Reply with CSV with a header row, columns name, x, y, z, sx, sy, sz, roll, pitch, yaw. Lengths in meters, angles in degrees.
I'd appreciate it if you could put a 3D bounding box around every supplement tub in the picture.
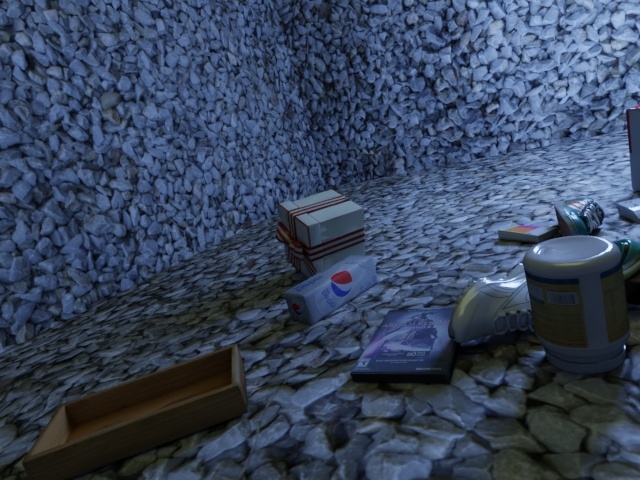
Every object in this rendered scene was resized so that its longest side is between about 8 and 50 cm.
name,x,y,z,sx,sy,sz,roll,pitch,yaw
supplement tub,0.432,0.105,0.775,0.144,0.199,0.144,-15,14,4

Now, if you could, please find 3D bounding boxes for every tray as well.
name,x,y,z,sx,sy,sz,roll,pitch,yaw
tray,-0.363,0.357,0.969,0.411,0.076,0.203,-17,13,-8

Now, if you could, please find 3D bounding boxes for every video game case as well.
name,x,y,z,sx,sy,sz,roll,pitch,yaw
video game case,0.202,0.215,0.984,0.196,0.026,0.274,-9,16,28

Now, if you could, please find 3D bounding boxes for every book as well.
name,x,y,z,sx,sy,sz,roll,pitch,yaw
book,0.641,-0.025,1.420,0.096,0.035,0.144,-19,14,-26

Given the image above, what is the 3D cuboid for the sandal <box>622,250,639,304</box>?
name,x,y,z,sx,sy,sz,roll,pitch,yaw
sandal,0.612,0.083,0.860,0.303,0.120,0.086,-33,42,8

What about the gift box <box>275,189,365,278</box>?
name,x,y,z,sx,sy,sz,roll,pitch,yaw
gift box,0.000,0.000,1.628,0.258,0.276,0.255,-18,26,-23

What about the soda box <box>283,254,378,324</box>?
name,x,y,z,sx,sy,sz,roll,pitch,yaw
soda box,0.038,0.137,1.343,0.286,0.091,0.098,-26,17,-36

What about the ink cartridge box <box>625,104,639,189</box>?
name,x,y,z,sx,sy,sz,roll,pitch,yaw
ink cartridge box,1.223,-0.350,1.511,0.385,0.279,0.160,-21,15,-17

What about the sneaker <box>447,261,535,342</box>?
name,x,y,z,sx,sy,sz,roll,pitch,yaw
sneaker,0.384,0.131,0.921,0.297,0.111,0.129,-22,36,-22

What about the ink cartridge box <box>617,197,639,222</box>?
name,x,y,z,sx,sy,sz,roll,pitch,yaw
ink cartridge box,0.955,-0.089,1.288,0.145,0.045,0.179,-15,11,9

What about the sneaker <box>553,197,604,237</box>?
name,x,y,z,sx,sy,sz,roll,pitch,yaw
sneaker,0.744,-0.069,1.309,0.121,0.108,0.302,-14,11,26

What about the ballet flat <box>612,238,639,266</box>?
name,x,y,z,sx,sy,sz,roll,pitch,yaw
ballet flat,0.654,0.041,1.033,0.087,0.083,0.247,20,2,5
